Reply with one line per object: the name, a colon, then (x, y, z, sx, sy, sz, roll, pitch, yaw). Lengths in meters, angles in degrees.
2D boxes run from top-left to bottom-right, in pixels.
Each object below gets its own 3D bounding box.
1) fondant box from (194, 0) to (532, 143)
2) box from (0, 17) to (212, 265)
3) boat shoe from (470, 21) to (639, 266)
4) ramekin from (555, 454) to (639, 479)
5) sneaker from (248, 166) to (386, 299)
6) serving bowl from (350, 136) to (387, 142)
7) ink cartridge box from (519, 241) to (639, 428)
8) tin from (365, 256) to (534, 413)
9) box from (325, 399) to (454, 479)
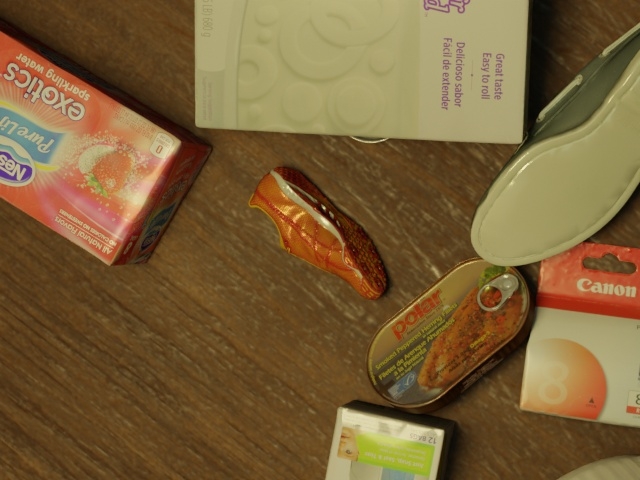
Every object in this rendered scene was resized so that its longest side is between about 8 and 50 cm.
fondant box: (0.044, -0.228, 1.833, 0.330, 0.096, 0.238, 3, 108, 7)
box: (-0.286, -0.111, 1.925, 0.300, 0.142, 0.154, 32, 96, 8)
boat shoe: (0.271, -0.103, 1.865, 0.116, 0.099, 0.319, 40, 101, -20)
ramekin: (0.279, 0.324, 1.777, 0.273, 0.273, 0.127, -40, 48, 7)
sneaker: (0.000, 0.000, 1.927, 0.175, 0.064, 0.067, 46, 117, 12)
serving bowl: (0.055, -0.142, 1.926, 0.083, 0.027, 0.083, 0, 89, 9)
ink cartridge box: (0.285, 0.094, 1.879, 0.145, 0.045, 0.179, 7, 94, 9)
tin: (0.132, 0.097, 1.886, 0.189, 0.040, 0.106, -39, 63, 3)
box: (0.060, 0.275, 1.885, 0.114, 0.103, 0.203, 11, 92, 10)
